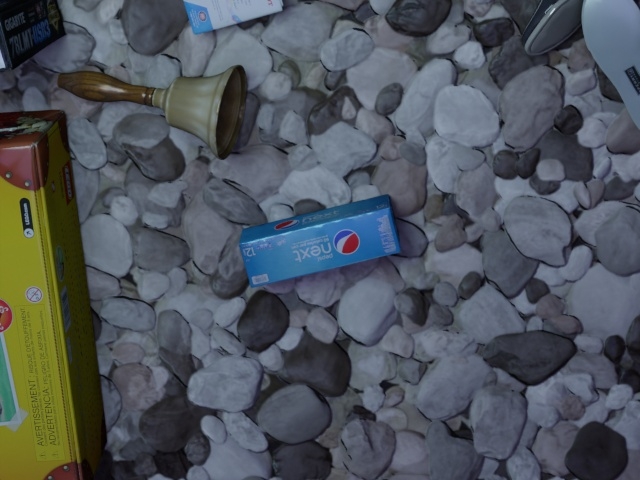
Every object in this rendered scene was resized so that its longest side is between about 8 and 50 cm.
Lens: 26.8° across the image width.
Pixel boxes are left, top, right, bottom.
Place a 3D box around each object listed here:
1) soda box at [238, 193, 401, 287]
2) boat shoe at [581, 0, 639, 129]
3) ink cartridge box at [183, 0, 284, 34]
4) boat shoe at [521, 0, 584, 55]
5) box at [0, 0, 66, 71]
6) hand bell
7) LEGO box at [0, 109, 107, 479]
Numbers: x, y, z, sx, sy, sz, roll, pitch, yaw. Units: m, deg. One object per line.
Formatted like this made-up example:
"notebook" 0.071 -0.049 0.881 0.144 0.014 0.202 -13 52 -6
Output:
"soda box" 0.000 0.000 1.819 0.210 0.071 0.067 -13 107 5
"boat shoe" 0.398 -0.238 1.740 0.078 0.070 0.219 -21 110 19
"ink cartridge box" -0.115 -0.326 1.733 0.122 0.052 0.088 -14 106 7
"boat shoe" 0.321 -0.332 1.729 0.206 0.075 0.065 -54 56 20
"box" -0.488 -0.233 1.644 0.293 0.295 0.073 -10 106 5
"hand bell" -0.230 -0.190 1.768 0.242 0.126 0.126 12 107 11
"LEGO box" -0.509 0.098 1.797 0.372 0.193 0.500 -3 107 2
